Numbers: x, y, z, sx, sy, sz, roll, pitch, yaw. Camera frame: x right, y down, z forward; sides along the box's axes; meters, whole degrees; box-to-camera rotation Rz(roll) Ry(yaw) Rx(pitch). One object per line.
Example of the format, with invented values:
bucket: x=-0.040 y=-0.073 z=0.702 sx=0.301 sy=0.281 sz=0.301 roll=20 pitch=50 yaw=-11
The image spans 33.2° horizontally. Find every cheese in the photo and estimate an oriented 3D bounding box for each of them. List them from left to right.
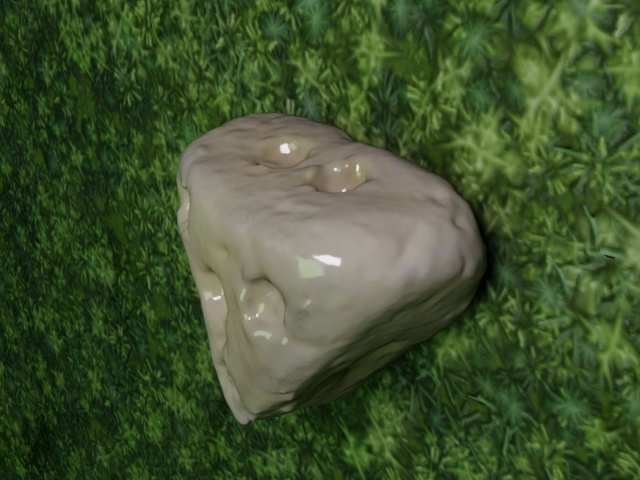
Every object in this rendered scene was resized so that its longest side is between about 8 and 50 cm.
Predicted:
cheese: x=-0.001 y=0.000 z=0.832 sx=0.248 sy=0.174 sz=0.251 roll=-26 pitch=80 yaw=54
